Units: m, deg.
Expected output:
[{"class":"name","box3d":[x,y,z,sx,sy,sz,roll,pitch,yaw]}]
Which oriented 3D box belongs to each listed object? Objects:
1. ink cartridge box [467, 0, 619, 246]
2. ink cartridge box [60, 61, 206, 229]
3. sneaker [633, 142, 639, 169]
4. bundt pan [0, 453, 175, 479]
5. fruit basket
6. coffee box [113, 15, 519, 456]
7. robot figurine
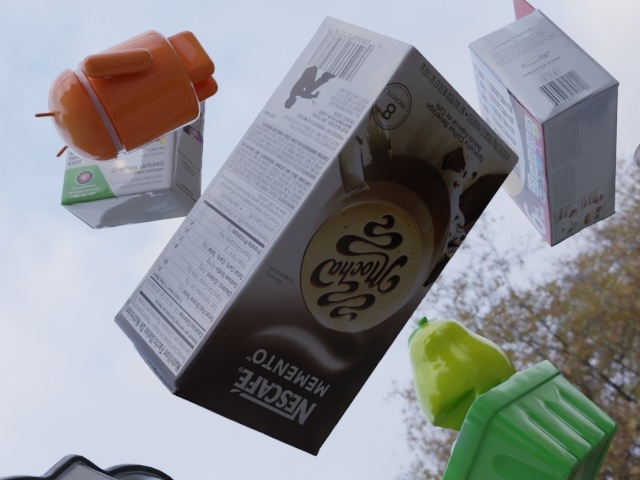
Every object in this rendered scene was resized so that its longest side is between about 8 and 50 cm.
[{"class":"ink cartridge box","box3d":[0.338,-0.191,1.393,0.130,0.271,0.309,-28,-38,-3]},{"class":"ink cartridge box","box3d":[-0.309,-0.176,1.478,0.117,0.202,0.278,51,-145,-62]},{"class":"sneaker","box3d":[0.370,-0.111,0.843,0.188,0.066,0.071,-25,-33,-37]},{"class":"bundt pan","box3d":[-0.114,0.292,0.487,0.331,0.124,0.330,7,-100,-47]},{"class":"fruit basket","box3d":[0.275,0.310,1.481,0.392,0.392,0.282,5,-71,-40]},{"class":"coffee box","box3d":[0.000,0.000,0.699,0.168,0.119,0.297,34,-90,-42]},{"class":"robot figurine","box3d":[-0.237,-0.177,1.078,0.219,0.158,0.128,-29,-72,-12]}]
